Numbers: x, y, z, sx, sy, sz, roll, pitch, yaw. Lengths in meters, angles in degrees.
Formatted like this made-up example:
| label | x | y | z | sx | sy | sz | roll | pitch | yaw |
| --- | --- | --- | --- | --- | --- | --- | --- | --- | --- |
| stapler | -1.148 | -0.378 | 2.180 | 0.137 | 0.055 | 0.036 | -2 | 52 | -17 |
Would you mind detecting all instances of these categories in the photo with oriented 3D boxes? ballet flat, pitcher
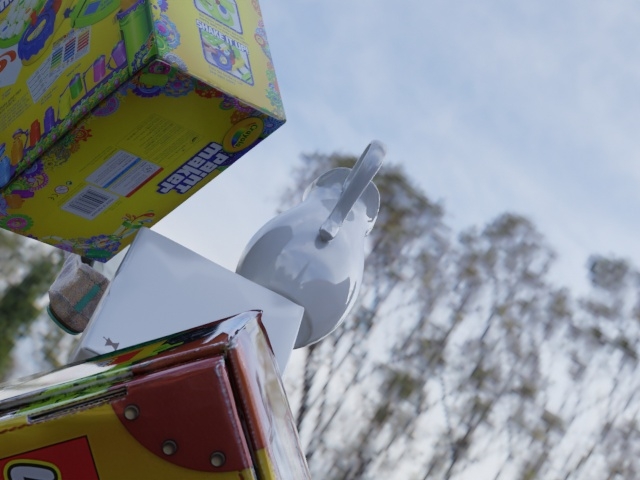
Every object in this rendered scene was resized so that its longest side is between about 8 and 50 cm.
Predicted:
| label | x | y | z | sx | sy | sz | roll | pitch | yaw |
| --- | --- | --- | --- | --- | --- | --- | --- | --- | --- |
| ballet flat | -0.295 | 0.031 | 1.793 | 0.107 | 0.106 | 0.316 | 39 | 13 | -17 |
| pitcher | 0.000 | 0.000 | 1.345 | 0.125 | 0.207 | 0.177 | 30 | -45 | 1 |

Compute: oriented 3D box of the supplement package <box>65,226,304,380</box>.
| label | x | y | z | sx | sy | sz | roll | pitch | yaw |
| --- | --- | --- | --- | --- | --- | --- | --- | --- | --- |
| supplement package | -0.166 | 0.170 | 1.221 | 0.175 | 0.177 | 0.293 | 28 | -52 | -8 |

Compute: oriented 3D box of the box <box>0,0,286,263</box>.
| label | x | y | z | sx | sy | sz | roll | pitch | yaw |
| --- | --- | --- | --- | --- | --- | --- | --- | --- | --- |
| box | -0.217 | -0.181 | 1.378 | 0.290 | 0.279 | 0.177 | -34 | -38 | 30 |

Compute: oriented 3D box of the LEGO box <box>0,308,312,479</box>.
| label | x | y | z | sx | sy | sz | roll | pitch | yaw |
| --- | --- | --- | --- | --- | --- | --- | --- | --- | --- |
| LEGO box | -0.148 | 0.333 | 0.764 | 0.193 | 0.373 | 0.500 | -42 | 117 | -87 |
